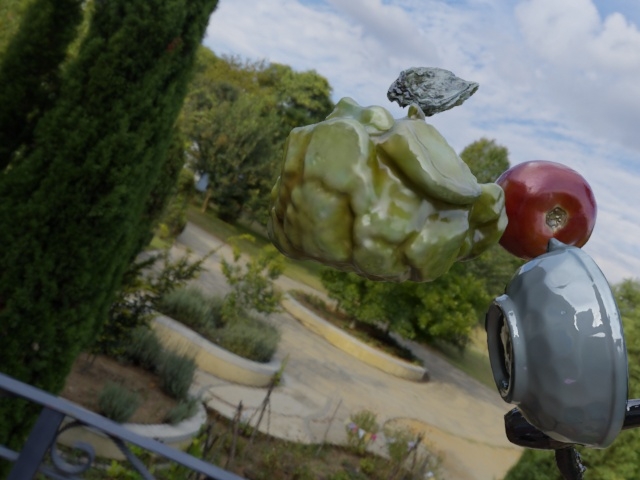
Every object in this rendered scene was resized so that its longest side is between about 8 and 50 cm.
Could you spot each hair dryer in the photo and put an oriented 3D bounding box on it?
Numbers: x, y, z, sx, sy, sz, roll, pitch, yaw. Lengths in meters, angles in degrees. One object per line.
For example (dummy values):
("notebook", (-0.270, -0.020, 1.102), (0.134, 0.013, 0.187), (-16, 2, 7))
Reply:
("hair dryer", (0.590, 0.486, 1.324), (0.120, 0.303, 0.359), (-66, 139, -61))

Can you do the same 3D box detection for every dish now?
("dish", (0.305, 0.145, 0.833), (0.120, 0.303, 0.303), (-4, 1, 1))

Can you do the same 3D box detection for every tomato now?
("tomato", (0.397, -0.054, 1.091), (0.195, 0.195, 0.136), (27, 7, -11))

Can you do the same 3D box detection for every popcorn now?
("popcorn", (0.084, -0.048, 0.841), (0.292, 0.293, 0.334), (49, 34, 10))

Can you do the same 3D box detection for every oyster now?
("oyster", (0.232, -0.311, 1.254), (0.177, 0.125, 0.064), (21, -12, 19))
